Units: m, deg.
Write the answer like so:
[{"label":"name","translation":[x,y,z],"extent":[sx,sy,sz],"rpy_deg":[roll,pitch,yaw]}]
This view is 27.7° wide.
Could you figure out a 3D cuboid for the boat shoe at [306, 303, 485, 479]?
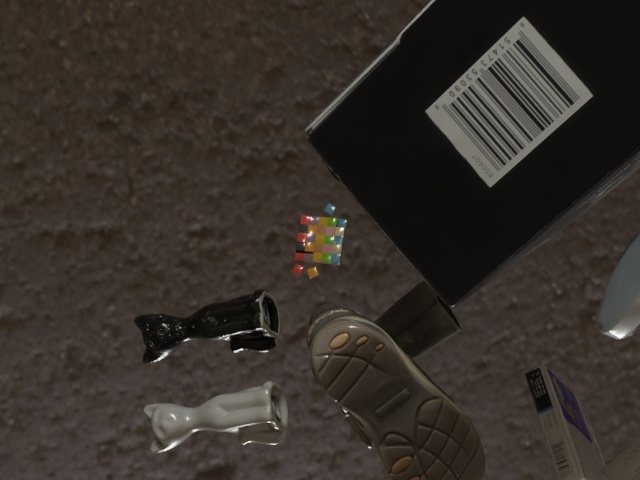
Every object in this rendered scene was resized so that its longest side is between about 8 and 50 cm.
[{"label":"boat shoe","translation":[0.102,0.207,1.700],"extent":[0.132,0.130,0.355],"rpy_deg":[-32,120,4]}]

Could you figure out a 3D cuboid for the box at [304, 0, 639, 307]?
[{"label":"box","translation":[0.316,-0.215,1.633],"extent":[0.480,0.297,0.472],"rpy_deg":[-44,173,30]}]

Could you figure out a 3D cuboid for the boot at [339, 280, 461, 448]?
[{"label":"boot","translation":[0.115,0.178,1.897],"extent":[0.208,0.189,0.076],"rpy_deg":[-28,154,4]}]

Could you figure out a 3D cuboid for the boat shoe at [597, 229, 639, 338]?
[{"label":"boat shoe","translation":[0.422,-0.002,1.420],"extent":[0.105,0.113,0.306],"rpy_deg":[28,109,-11]}]

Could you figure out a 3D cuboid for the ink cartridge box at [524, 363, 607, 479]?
[{"label":"ink cartridge box","translation":[0.417,0.330,2.146],"extent":[0.045,0.206,0.208],"rpy_deg":[-27,147,18]}]

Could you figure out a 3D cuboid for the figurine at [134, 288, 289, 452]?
[{"label":"figurine","translation":[-0.160,0.191,1.835],"extent":[0.209,0.215,0.092],"rpy_deg":[-10,166,15]}]

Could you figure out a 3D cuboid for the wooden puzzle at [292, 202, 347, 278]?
[{"label":"wooden puzzle","translation":[0.000,0.000,1.359],"extent":[0.049,0.083,0.006],"rpy_deg":[5,163,13]}]

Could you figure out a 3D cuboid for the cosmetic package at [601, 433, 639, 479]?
[{"label":"cosmetic package","translation":[0.600,0.398,1.880],"extent":[0.197,0.365,0.155],"rpy_deg":[-41,119,0]}]
